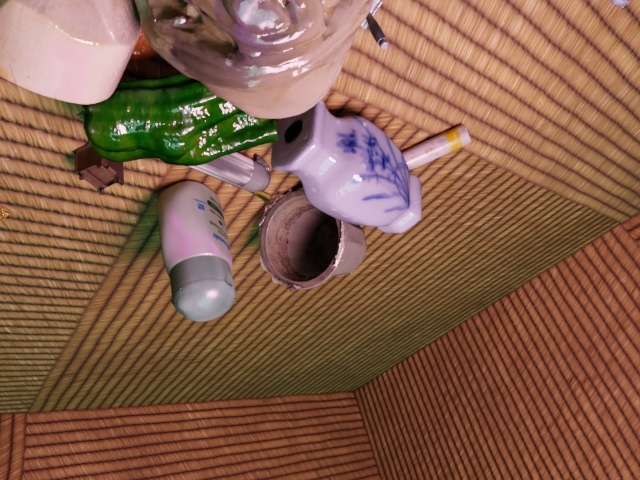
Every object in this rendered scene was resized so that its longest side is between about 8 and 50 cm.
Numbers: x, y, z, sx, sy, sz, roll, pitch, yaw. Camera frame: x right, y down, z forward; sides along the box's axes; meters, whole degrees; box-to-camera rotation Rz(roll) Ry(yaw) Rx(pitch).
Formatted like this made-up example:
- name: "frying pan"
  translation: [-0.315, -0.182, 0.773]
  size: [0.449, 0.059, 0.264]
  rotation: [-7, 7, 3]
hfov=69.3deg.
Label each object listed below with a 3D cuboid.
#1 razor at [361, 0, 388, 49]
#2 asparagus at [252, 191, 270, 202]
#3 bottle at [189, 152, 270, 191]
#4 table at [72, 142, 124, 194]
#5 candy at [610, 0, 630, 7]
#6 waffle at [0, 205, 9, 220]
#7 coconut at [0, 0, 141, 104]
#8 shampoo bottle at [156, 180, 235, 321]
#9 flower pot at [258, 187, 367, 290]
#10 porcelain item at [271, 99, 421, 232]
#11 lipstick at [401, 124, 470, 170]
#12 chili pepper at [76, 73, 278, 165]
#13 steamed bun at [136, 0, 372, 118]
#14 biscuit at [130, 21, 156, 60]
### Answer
- name: "razor"
  translation: [0.103, -0.405, 0.881]
  size: [0.040, 0.135, 0.068]
  rotation: [10, 138, -32]
- name: "asparagus"
  translation: [-0.171, -0.129, 1.264]
  size: [0.021, 0.025, 0.108]
  rotation: [-13, 155, 33]
- name: "bottle"
  translation: [-0.227, -0.189, 1.103]
  size: [0.254, 0.079, 0.096]
  rotation: [21, 92, -44]
- name: "table"
  translation: [-0.482, -0.157, 1.012]
  size: [0.070, 0.082, 0.083]
  rotation: [-24, 147, 8]
- name: "candy"
  translation: [0.678, -0.553, 1.052]
  size: [0.083, 0.020, 0.030]
  rotation: [1, 146, -30]
- name: "waffle"
  translation: [-0.776, -0.066, 1.067]
  size: [0.085, 0.016, 0.078]
  rotation: [-19, 144, 0]
- name: "coconut"
  translation: [-0.392, -0.315, 0.685]
  size: [0.241, 0.241, 0.241]
  rotation: [-13, 147, -8]
- name: "shampoo bottle"
  translation: [-0.302, 0.032, 1.138]
  size: [0.151, 0.349, 0.222]
  rotation: [-21, 147, 5]
- name: "flower pot"
  translation: [0.000, 0.000, 1.348]
  size: [0.290, 0.290, 0.259]
  rotation: [-35, 159, 24]
- name: "porcelain item"
  translation: [0.082, -0.166, 1.128]
  size: [0.405, 0.242, 0.178]
  rotation: [26, 146, -37]
- name: "lipstick"
  translation: [0.281, -0.240, 1.290]
  size: [0.264, 0.059, 0.059]
  rotation: [-24, 147, 9]
- name: "chili pepper"
  translation: [-0.254, -0.230, 0.891]
  size: [0.385, 0.167, 0.213]
  rotation: [-8, -174, -20]
- name: "steamed bun"
  translation: [-0.103, -0.352, 0.657]
  size: [0.339, 0.247, 0.352]
  rotation: [22, 126, -9]
- name: "biscuit"
  translation: [-0.332, -0.367, 0.834]
  size: [0.078, 0.015, 0.091]
  rotation: [-23, 148, 5]
